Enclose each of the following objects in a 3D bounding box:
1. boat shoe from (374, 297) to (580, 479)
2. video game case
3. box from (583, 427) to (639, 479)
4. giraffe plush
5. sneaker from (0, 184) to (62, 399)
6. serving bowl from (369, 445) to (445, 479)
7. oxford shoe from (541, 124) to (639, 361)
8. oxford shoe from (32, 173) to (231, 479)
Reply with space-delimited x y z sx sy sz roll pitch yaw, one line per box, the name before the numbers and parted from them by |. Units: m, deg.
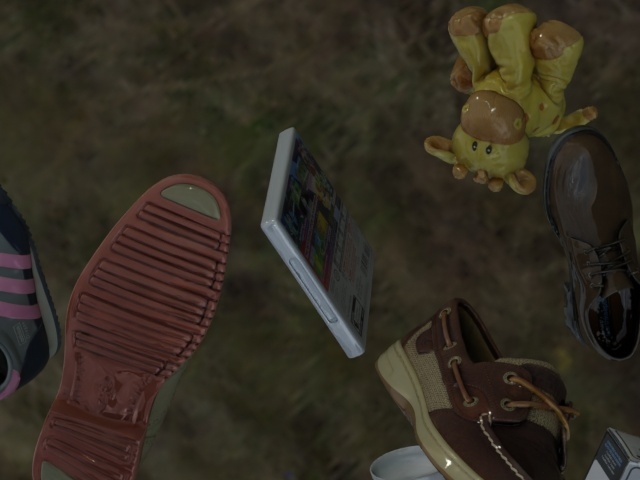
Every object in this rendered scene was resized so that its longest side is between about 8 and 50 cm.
boat shoe | 0.157 0.151 1.584 0.123 0.123 0.342 39 -173 -26
video game case | 0.000 0.000 1.938 0.183 0.023 0.201 57 -159 -25
box | 0.364 0.381 2.150 0.169 0.290 0.087 17 -163 -15
giraffe plush | 0.208 -0.148 2.134 0.181 0.170 0.210 5 136 37
sneaker | -0.392 0.052 2.093 0.112 0.131 0.319 9 133 32
serving bowl | 0.092 0.233 1.826 0.083 0.083 0.027 12 117 55
oxford shoe | 0.259 0.005 1.660 0.096 0.083 0.227 -123 16 -68
oxford shoe | -0.195 0.098 1.922 0.140 0.397 0.146 26 -162 0
